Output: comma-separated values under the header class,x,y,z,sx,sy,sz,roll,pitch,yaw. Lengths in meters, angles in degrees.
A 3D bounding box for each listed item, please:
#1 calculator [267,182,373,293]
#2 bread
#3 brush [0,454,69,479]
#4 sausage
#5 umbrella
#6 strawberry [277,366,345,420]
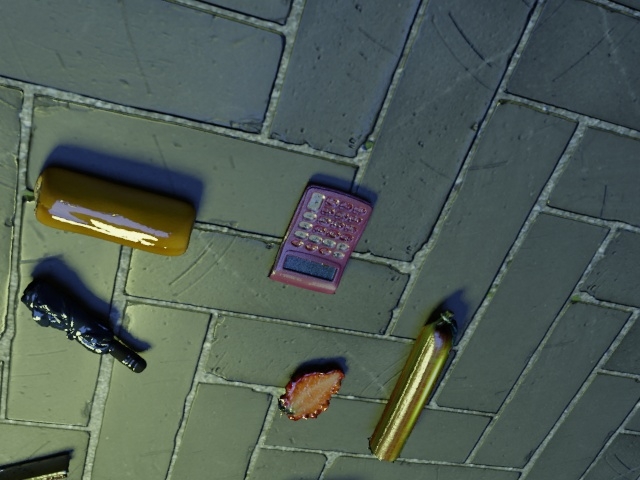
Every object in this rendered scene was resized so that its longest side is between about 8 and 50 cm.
class,x,y,z,sx,sy,sz,roll,pitch,yaw
calculator,0.000,0.000,1.021,0.126,0.034,0.191,17,112,-18
bread,-0.311,-0.037,0.921,0.239,0.074,0.093,15,123,-17
brush,-0.617,0.473,1.205,0.247,0.043,0.036,-12,130,-1
sausage,0.188,0.284,1.207,0.082,0.082,0.372,11,119,-16
umbrella,-0.398,0.156,1.033,0.071,0.071,0.248,-32,125,10
strawberry,-0.021,0.295,1.195,0.152,0.048,0.104,-32,116,-8
